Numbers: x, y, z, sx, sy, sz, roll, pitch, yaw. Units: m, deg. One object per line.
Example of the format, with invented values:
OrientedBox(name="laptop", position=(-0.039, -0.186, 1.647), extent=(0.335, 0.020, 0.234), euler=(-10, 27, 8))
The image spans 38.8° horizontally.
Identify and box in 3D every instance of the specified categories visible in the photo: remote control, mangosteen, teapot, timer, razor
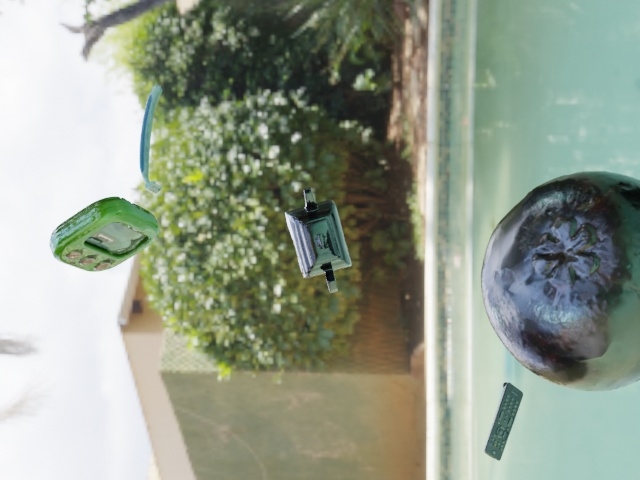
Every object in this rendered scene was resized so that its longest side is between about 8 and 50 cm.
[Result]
OrientedBox(name="remote control", position=(0.216, 0.216, 1.086), extent=(0.016, 0.034, 0.091), euler=(-11, 48, 54))
OrientedBox(name="mangosteen", position=(0.269, 0.048, 0.906), extent=(0.216, 0.216, 0.216), euler=(1, -90, -85))
OrientedBox(name="teapot", position=(0.000, 0.000, 1.488), extent=(0.096, 0.087, 0.177), euler=(-160, 55, -85))
OrientedBox(name="timer", position=(-0.296, -0.008, 1.249), extent=(0.047, 0.128, 0.140), euler=(62, -170, 21))
OrientedBox(name="razor", position=(-0.302, -0.181, 1.615), extent=(0.068, 0.037, 0.191), euler=(72, -161, -85))
